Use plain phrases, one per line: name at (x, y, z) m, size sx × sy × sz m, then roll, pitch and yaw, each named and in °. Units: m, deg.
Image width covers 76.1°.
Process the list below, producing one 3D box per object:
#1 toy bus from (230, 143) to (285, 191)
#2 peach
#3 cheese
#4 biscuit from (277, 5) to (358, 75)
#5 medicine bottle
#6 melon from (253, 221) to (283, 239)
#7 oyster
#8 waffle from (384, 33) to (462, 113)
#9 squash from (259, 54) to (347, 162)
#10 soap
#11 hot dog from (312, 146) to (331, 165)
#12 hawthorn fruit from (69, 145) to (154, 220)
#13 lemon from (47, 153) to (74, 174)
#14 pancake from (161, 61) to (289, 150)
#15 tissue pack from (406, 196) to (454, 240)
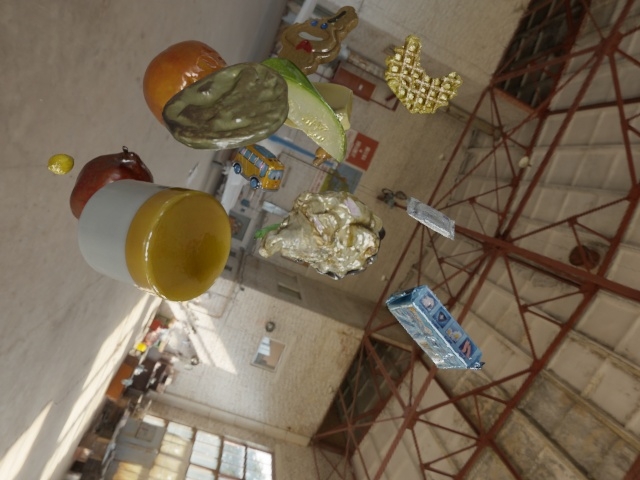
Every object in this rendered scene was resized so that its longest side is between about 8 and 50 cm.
toy bus at (-0.235, -0.289, 1.597) m, size 0.126 × 0.209 × 0.136 m, roll -14°, pitch 139°, yaw -56°
peach at (-0.491, -0.567, 1.533) m, size 0.302 × 0.342 × 0.343 m, roll 47°, pitch -57°, yaw 31°
cheese at (-0.033, -0.500, 1.524) m, size 0.259 × 0.315 × 0.128 m, roll -74°, pitch 165°, yaw -48°
biscuit at (-0.009, -0.617, 1.247) m, size 0.319 × 0.183 × 0.047 m, roll -35°, pitch 161°, yaw -10°
medicine bottle at (-0.358, -0.006, 0.902) m, size 0.238 × 0.232 × 0.238 m, roll -32°, pitch 128°, yaw -52°
melon at (-0.115, -0.017, 1.424) m, size 0.114 × 0.261 × 0.053 m, roll 59°, pitch -39°, yaw 36°
oyster at (0.000, 0.000, 0.626) m, size 0.191 × 0.163 × 0.081 m, roll -22°, pitch -160°, yaw 13°
waffle at (0.252, -0.409, 1.024) m, size 0.149 × 0.194 × 0.051 m, roll -38°, pitch -163°, yaw 15°
squash at (-0.043, -0.356, 1.096) m, size 0.203 × 0.289 × 0.111 m, roll -7°, pitch 151°, yaw -51°
soap at (0.304, 0.239, 1.102) m, size 0.077 × 0.293 × 0.156 m, roll -40°, pitch -178°, yaw -22°
hot dog at (0.029, -0.332, 1.530) m, size 0.140 × 0.060 × 0.090 m, roll -25°, pitch 179°, yaw -2°
hawthorn fruit at (-0.801, -0.191, 1.600) m, size 0.308 × 0.308 × 0.325 m, roll 178°, pitch -75°, yaw -77°
lemon at (-0.827, -0.243, 1.300) m, size 0.065 × 0.065 × 0.092 m, roll -58°, pitch 179°, yaw 37°
pancake at (-0.208, -0.299, 0.916) m, size 0.049 × 0.294 × 0.294 m, roll 84°, pitch 17°, yaw -55°
tissue pack at (0.380, -0.082, 1.407) m, size 0.026 × 0.193 × 0.122 m, roll -59°, pitch -176°, yaw 38°
